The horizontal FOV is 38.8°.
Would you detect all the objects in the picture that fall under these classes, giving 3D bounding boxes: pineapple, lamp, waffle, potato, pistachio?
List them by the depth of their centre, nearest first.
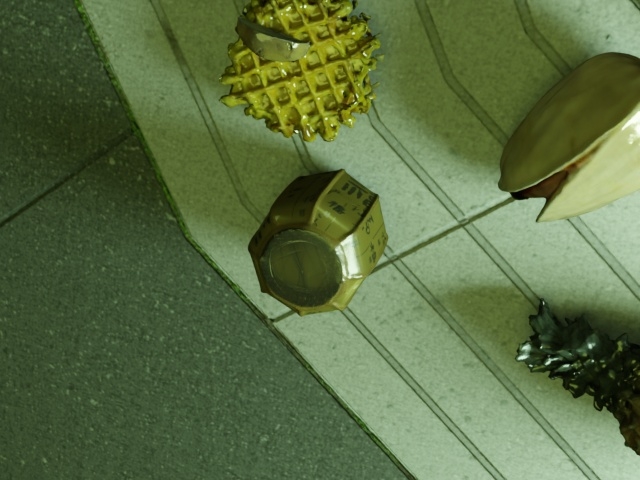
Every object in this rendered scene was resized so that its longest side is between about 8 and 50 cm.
[{"bbox_3d":[0.301,-0.107,1.015,0.157,0.157,0.229,44,130,-2],"label":"pistachio"},{"bbox_3d":[-0.063,-0.230,1.072,0.093,0.036,0.037,22,114,6],"label":"potato"},{"bbox_3d":[0.411,0.180,1.082,0.361,0.202,0.202,28,118,18],"label":"pineapple"},{"bbox_3d":[-0.020,-0.218,1.125,0.197,0.070,0.193,16,115,9],"label":"waffle"},{"bbox_3d":[0.000,0.000,1.140,0.161,0.185,0.161,7,116,15],"label":"lamp"}]
